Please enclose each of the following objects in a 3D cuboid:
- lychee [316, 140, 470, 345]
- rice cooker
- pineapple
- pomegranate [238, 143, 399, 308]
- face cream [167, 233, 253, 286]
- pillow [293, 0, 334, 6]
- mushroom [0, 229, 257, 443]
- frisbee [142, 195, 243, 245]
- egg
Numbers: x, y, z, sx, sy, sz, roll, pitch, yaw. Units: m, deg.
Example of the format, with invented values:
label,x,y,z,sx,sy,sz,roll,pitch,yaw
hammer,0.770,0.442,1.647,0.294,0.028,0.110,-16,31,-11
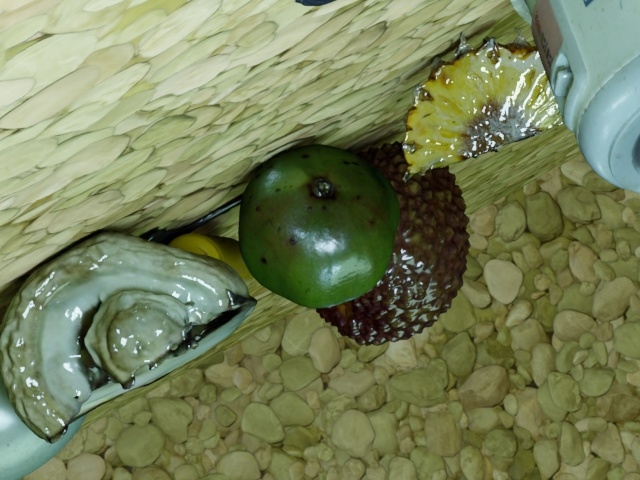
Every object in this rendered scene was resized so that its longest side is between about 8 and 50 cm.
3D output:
label,x,y,z,sx,sy,sz,roll,pitch,yaw
lychee,0.080,-0.010,2.339,0.271,0.271,0.271,-30,173,-4
rice cooker,0.307,-0.202,1.611,0.264,0.317,0.316,-12,171,-5
pineapple,0.175,-0.163,2.038,0.233,0.135,0.079,-23,-175,16
pomegranate,-0.002,0.000,2.110,0.187,0.187,0.225,-29,152,-14
face cream,-0.126,0.033,2.262,0.078,0.078,0.273,-31,174,7
pillow,0.067,-0.235,1.318,0.208,0.055,0.141,-31,165,-2
mushroom,-0.214,0.078,1.966,0.267,0.164,0.189,-34,177,8
frisbee,-0.154,-0.011,2.198,0.187,0.012,0.211,-30,174,-7
egg,-0.365,0.186,2.066,0.236,0.169,0.169,-27,173,-14
